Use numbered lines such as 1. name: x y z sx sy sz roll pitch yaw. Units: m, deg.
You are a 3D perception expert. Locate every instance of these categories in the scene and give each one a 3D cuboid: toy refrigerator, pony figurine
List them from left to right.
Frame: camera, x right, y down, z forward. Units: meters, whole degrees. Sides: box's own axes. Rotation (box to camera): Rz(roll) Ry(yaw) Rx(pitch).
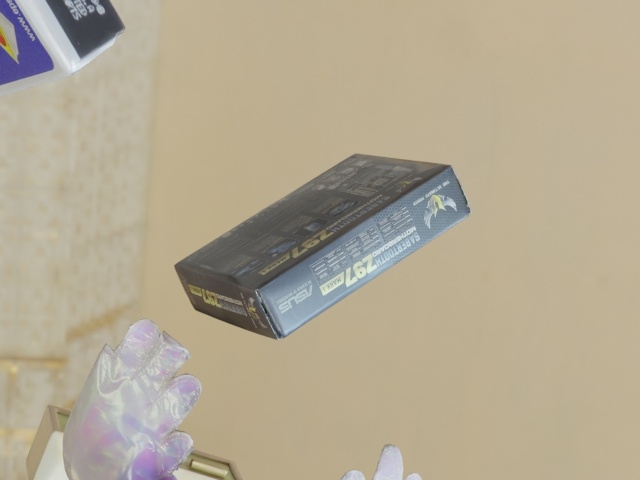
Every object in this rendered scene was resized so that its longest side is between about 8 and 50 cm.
1. toy refrigerator: -0.237 0.301 2.162 0.269 0.094 0.102 20 -172 -16
2. pony figurine: -0.129 0.286 1.353 0.302 0.351 0.363 34 -149 -7

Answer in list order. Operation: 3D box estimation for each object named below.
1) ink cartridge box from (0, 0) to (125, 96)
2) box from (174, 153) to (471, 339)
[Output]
1. ink cartridge box: -0.299 -0.237 1.161 0.072 0.304 0.307 -40 -160 -28
2. box: 0.000 0.000 1.573 0.232 0.059 0.183 -33 -160 -22
